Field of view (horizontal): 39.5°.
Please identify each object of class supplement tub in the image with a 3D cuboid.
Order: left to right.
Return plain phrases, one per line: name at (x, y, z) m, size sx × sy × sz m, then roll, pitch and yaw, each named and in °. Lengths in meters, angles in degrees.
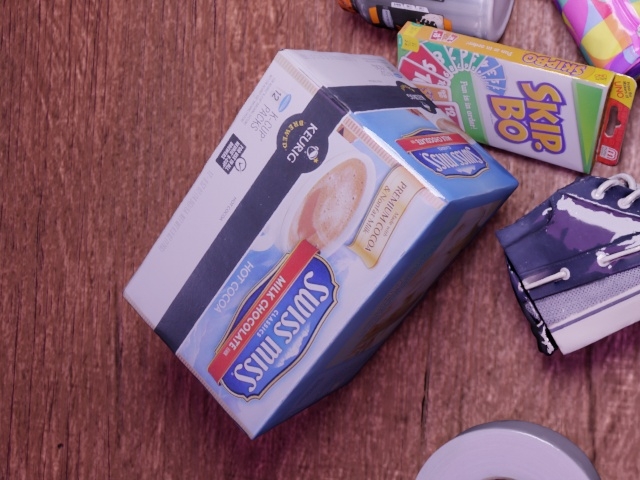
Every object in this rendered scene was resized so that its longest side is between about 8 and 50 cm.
supplement tub at (0.121, -0.295, 1.023) m, size 0.190 × 0.117 × 0.117 m, roll 16°, pitch 94°, yaw 23°

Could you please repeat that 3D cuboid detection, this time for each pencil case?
pencil case at (0.298, -0.274, 0.961) m, size 0.104 × 0.104 × 0.236 m, roll -34°, pitch 76°, yaw 18°

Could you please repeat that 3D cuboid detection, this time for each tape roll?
tape roll at (0.211, 0.313, 0.991) m, size 0.219 × 0.072 × 0.219 m, roll 0°, pitch 89°, yaw 22°

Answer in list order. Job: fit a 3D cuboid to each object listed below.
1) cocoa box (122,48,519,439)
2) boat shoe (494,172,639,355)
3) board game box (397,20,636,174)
cocoa box at (0.000, 0.000, 0.972) m, size 0.228 × 0.231 × 0.347 m, roll 45°, pitch 116°, yaw 16°
boat shoe at (0.343, -0.019, 0.915) m, size 0.340 × 0.127 × 0.158 m, roll -31°, pitch 85°, yaw 19°
board game box at (0.208, -0.156, 0.988) m, size 0.259 × 0.124 × 0.039 m, roll 18°, pitch 51°, yaw 20°
